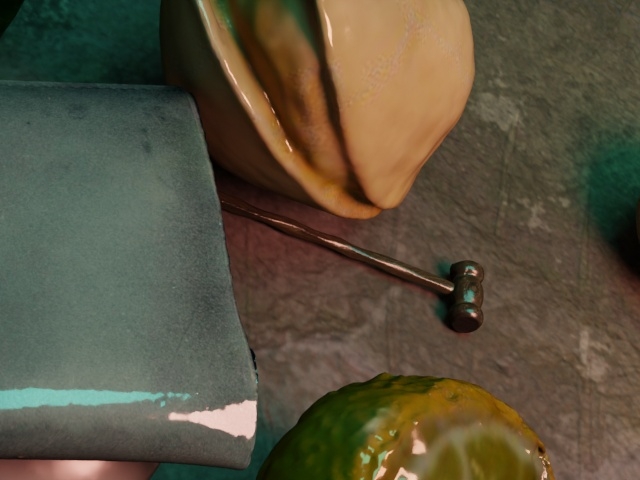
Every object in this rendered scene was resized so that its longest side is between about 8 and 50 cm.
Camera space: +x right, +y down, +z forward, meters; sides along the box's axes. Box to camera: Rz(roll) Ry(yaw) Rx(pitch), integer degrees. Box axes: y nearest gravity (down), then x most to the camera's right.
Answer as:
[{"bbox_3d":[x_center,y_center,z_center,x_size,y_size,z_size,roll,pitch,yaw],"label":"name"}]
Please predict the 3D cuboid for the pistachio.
[{"bbox_3d":[-0.005,-0.139,1.290,0.321,0.229,0.238,47,25,-64],"label":"pistachio"}]

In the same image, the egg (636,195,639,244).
[{"bbox_3d":[0.368,-0.011,1.524,0.201,0.164,0.164,18,50,-24],"label":"egg"}]

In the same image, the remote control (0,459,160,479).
[{"bbox_3d":[-0.189,0.039,1.158,0.221,0.103,0.332,19,49,-13],"label":"remote control"}]

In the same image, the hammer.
[{"bbox_3d":[0.000,0.000,1.369,0.292,0.029,0.058,21,47,-17],"label":"hammer"}]

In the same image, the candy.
[{"bbox_3d":[0.059,0.212,1.116,0.260,0.118,0.260,6,82,-49],"label":"candy"}]

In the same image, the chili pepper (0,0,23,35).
[{"bbox_3d":[-0.220,-0.225,1.245,0.088,0.227,0.059,6,55,-35],"label":"chili pepper"}]

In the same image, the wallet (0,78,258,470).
[{"bbox_3d":[-0.176,0.009,1.082,0.251,0.054,0.290,3,54,-26],"label":"wallet"}]
